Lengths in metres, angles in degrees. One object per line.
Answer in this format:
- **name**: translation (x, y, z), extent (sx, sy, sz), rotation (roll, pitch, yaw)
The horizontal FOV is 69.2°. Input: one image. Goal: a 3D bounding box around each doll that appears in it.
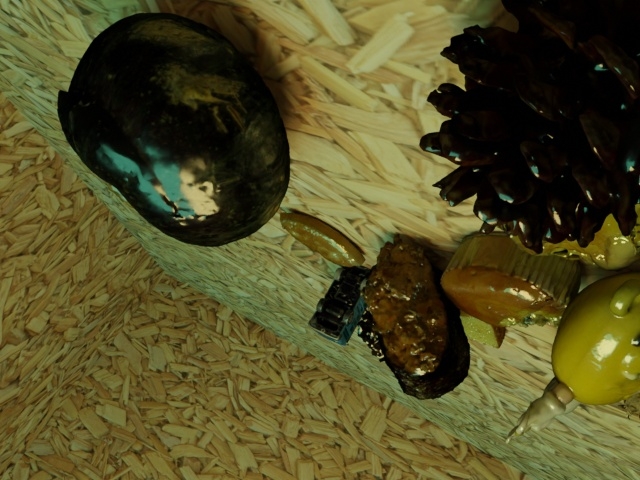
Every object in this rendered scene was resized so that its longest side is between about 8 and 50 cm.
- **doll**: translation (0.477, 0.208, 0.800), extent (0.423, 0.348, 0.161), rotation (7, -149, -46)

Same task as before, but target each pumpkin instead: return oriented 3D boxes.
- **pumpkin**: translation (-0.254, -0.198, 0.882), extent (0.454, 0.344, 0.454), rotation (43, 169, 11)

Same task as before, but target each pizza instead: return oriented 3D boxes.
- **pizza**: translation (0.003, -0.001, 1.310), extent (0.270, 0.056, 0.134), rotation (25, 154, 17)

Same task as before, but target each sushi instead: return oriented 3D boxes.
- **sushi**: translation (0.194, 0.180, 1.050), extent (0.234, 0.349, 0.207), rotation (-29, 129, 19)

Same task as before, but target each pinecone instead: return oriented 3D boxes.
- **pinecone**: translation (0.243, -0.127, 0.481), extent (0.298, 0.242, 0.296), rotation (55, 131, 9)

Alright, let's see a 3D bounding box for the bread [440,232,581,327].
- **bread**: translation (0.364, 0.085, 0.911), extent (0.250, 0.133, 0.179), rotation (6, 142, 46)

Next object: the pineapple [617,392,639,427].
- **pineapple**: translation (0.701, 0.313, 0.911), extent (0.114, 0.186, 0.236), rotation (31, -159, -3)

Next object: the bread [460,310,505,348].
- **bread**: translation (0.416, 0.214, 1.195), extent (0.103, 0.065, 0.187), rotation (10, 150, 33)

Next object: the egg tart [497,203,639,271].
- **egg tart**: translation (0.370, -0.032, 0.684), extent (0.297, 0.132, 0.297), rotation (26, 162, 9)

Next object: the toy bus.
- **toy bus**: translation (0.072, 0.192, 1.378), extent (0.116, 0.234, 0.134), rotation (22, 158, 24)
